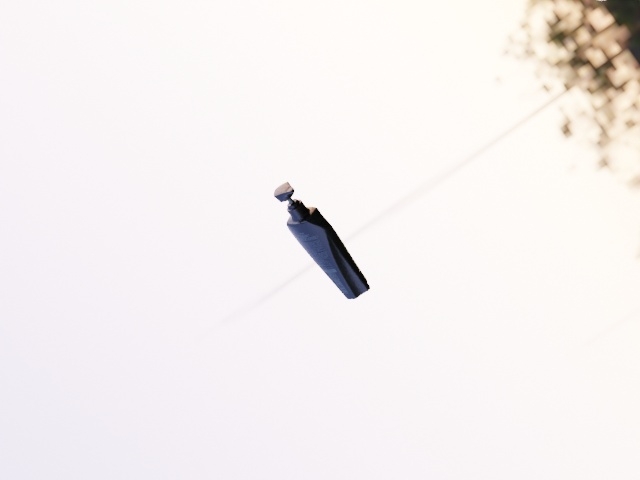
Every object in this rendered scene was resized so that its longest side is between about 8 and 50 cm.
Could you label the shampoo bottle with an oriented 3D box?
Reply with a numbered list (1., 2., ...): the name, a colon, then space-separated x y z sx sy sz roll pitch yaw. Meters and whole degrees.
1. shampoo bottle: 0.000 0.000 1.699 0.137 0.048 0.027 53 -127 -28
